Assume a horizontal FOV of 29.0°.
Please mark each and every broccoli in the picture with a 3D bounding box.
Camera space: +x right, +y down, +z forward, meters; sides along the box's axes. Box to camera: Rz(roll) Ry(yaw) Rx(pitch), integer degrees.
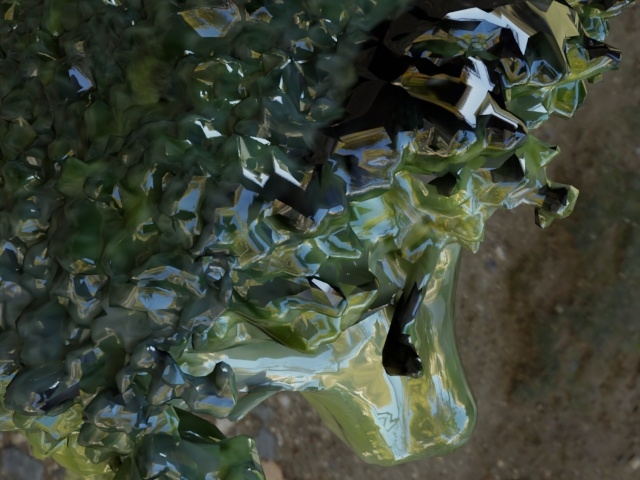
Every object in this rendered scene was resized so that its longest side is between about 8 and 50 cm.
[{"bbox_3d":[0.000,0.000,0.426,0.247,0.263,0.243,-21,137,10],"label":"broccoli"}]
